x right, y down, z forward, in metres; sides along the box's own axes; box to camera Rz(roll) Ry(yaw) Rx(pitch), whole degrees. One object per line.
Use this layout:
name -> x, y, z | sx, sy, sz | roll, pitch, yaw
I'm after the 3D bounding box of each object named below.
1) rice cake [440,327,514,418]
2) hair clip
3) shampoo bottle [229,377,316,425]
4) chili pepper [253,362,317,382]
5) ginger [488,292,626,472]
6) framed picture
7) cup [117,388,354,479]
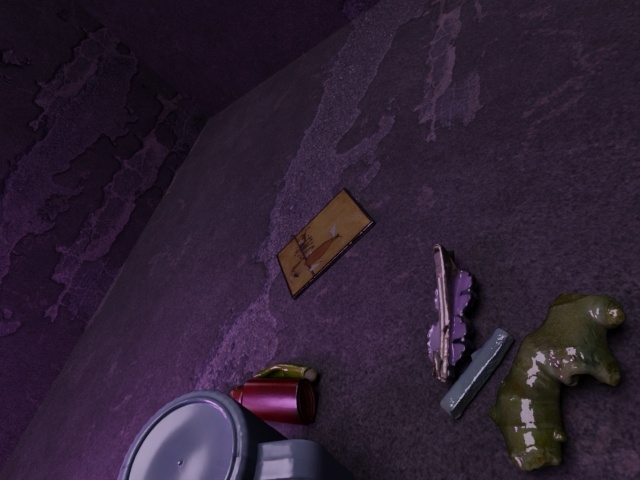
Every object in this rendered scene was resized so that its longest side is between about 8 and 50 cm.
rice cake -> 0.278, 0.234, 0.722 | 0.180, 0.030, 0.042 | -51, 27, -4
hair clip -> 0.256, 0.136, 0.802 | 0.106, 0.084, 0.293 | -21, 48, 44
shampoo bottle -> -0.125, 0.391, 0.992 | 0.260, 0.064, 0.102 | -16, 79, 40
chili pepper -> -0.087, 0.335, 1.024 | 0.201, 0.052, 0.050 | -15, 47, 40
ginger -> 0.358, 0.202, 0.612 | 0.290, 0.089, 0.137 | -51, 42, -4
framed picture -> 0.000, 0.000, 1.280 | 0.338, 0.014, 0.255 | -44, 34, 10
cup -> -0.139, 0.448, 0.703 | 0.330, 0.311, 0.257 | 9, 54, 36
